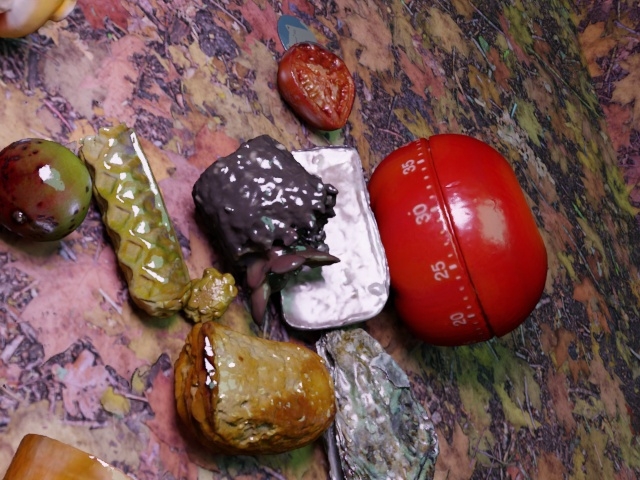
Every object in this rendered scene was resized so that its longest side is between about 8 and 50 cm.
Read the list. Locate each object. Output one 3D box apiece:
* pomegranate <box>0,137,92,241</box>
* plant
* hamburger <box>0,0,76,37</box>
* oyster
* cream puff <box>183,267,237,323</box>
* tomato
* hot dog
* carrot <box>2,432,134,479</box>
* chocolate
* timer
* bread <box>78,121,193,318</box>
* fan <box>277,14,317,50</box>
[{"bbox_3d":[-0.343,-0.078,1.035,0.129,0.129,0.159,20,49,-42],"label":"pomegranate"},{"bbox_3d":[-0.072,-0.028,1.245,0.204,0.178,0.234,-34,76,-13],"label":"plant"},{"bbox_3d":[-0.383,-0.403,1.034,0.186,0.261,0.302,7,107,-45],"label":"hamburger"},{"bbox_3d":[0.070,0.269,1.312,0.162,0.158,0.351,9,51,-44],"label":"oyster"},{"bbox_3d":[-0.157,0.080,1.204,0.058,0.083,0.083,68,34,-72],"label":"cream puff"},{"bbox_3d":[-0.019,-0.285,1.558,0.174,0.082,0.166,43,47,-32],"label":"tomato"},{"bbox_3d":[-0.096,0.209,1.175,0.259,0.114,0.175,24,48,-42],"label":"hot dog"},{"bbox_3d":[-0.282,0.351,0.856,0.196,0.196,0.254,43,53,-25],"label":"carrot"},{"bbox_3d":[0.000,0.000,1.386,0.185,0.100,0.303,-8,72,-13],"label":"chocolate"},{"bbox_3d":[0.242,-0.004,1.501,0.378,0.279,0.378,-20,90,-76],"label":"timer"},{"bbox_3d":[-0.247,-0.023,1.146,0.087,0.098,0.269,-20,84,-13],"label":"bread"},{"bbox_3d":[-0.020,-0.381,1.673,0.175,0.005,0.113,24,52,-38],"label":"fan"}]
